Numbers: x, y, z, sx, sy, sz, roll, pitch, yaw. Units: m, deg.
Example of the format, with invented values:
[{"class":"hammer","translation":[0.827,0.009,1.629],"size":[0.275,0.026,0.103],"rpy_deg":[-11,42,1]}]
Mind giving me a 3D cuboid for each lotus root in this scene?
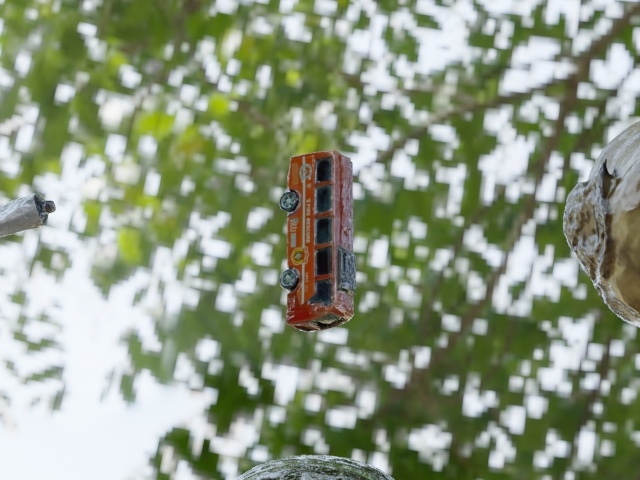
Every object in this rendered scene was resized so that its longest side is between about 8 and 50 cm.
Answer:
[{"class":"lotus root","translation":[0.257,-0.026,0.981],"size":[0.260,0.145,0.128],"rpy_deg":[-12,-60,-7]}]

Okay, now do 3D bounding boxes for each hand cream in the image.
[{"class":"hand cream","translation":[-0.187,-0.005,1.028],"size":[0.093,0.030,0.019],"rpy_deg":[-17,-62,10]}]

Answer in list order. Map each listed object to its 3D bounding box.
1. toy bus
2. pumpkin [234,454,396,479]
[{"class":"toy bus","translation":[0.000,0.000,1.173],"size":[0.043,0.110,0.031],"rpy_deg":[-10,-19,29]},{"class":"pumpkin","translation":[0.007,0.353,1.748],"size":[0.241,0.323,0.323],"rpy_deg":[-24,-36,8]}]
